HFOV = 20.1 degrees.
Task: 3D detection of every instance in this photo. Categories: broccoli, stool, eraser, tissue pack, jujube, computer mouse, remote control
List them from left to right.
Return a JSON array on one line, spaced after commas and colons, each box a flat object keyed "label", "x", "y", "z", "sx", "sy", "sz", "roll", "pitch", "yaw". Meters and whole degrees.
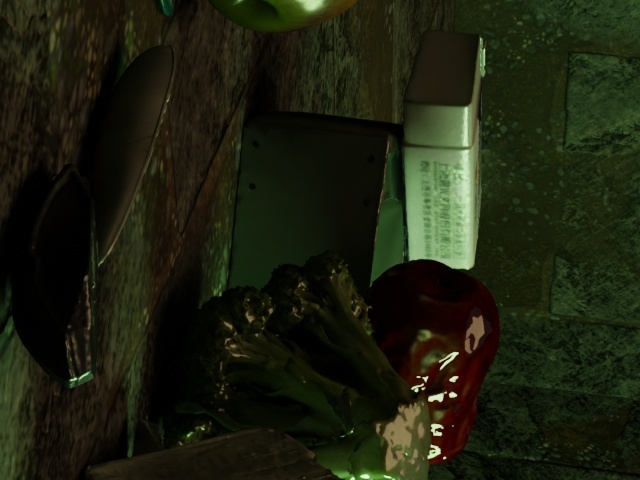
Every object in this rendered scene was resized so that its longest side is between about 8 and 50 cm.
[{"label": "computer mouse", "x": -0.193, "y": 0.028, "z": 1.316, "sx": 0.106, "sy": 0.062, "sz": 0.192, "roll": 92, "pitch": -8, "yaw": -47}, {"label": "remote control", "x": -0.165, "y": -0.068, "z": 1.458, "sx": 0.073, "sy": 0.044, "sz": 0.229, "roll": -33, "pitch": -146, "yaw": 50}, {"label": "tissue pack", "x": -0.122, "y": 0.332, "z": 1.634, "sx": 0.238, "sy": 0.238, "sz": 0.306, "roll": -57, "pitch": 152, "yaw": -68}, {"label": "broccoli", "x": -0.024, "y": 0.178, "z": 1.804, "sx": 0.303, "sy": 0.283, "sz": 0.321, "roll": -16, "pitch": 107, "yaw": -45}, {"label": "stool", "x": 0.005, "y": -0.010, "z": 2.115, "sx": 0.243, "sy": 0.170, "sz": 0.270, "roll": -22, "pitch": 119, "yaw": -77}, {"label": "jujube", "x": 0.113, "y": 0.136, "z": 1.970, "sx": 0.155, "sy": 0.155, "sz": 0.230, "roll": -56, "pitch": 154, "yaw": -69}, {"label": "eraser", "x": 0.144, "y": -0.101, "z": 2.096, "sx": 0.287, "sy": 0.086, "sz": 0.130, "roll": 85, "pitch": 15, "yaw": -49}]

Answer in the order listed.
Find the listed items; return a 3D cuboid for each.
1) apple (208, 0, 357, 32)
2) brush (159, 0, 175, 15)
[{"label": "apple", "x": -0.032, "y": -0.286, "z": 1.667, "sx": 0.196, "sy": 0.196, "sz": 0.196, "roll": 7, "pitch": 90, "yaw": -80}, {"label": "brush", "x": -0.133, "y": -0.262, "z": 1.551, "sx": 0.193, "sy": 0.032, "sz": 0.043, "roll": 80, "pitch": 19, "yaw": -55}]
